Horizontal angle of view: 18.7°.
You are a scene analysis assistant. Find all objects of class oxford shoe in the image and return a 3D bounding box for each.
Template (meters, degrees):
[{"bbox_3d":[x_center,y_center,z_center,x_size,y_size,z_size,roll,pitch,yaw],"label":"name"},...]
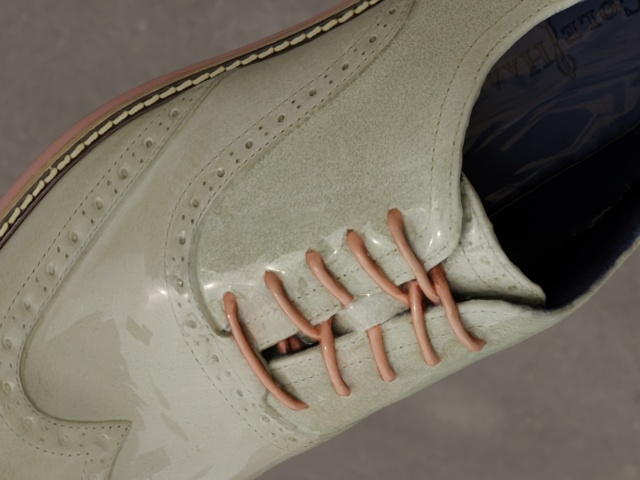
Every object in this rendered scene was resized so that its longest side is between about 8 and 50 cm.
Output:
[{"bbox_3d":[0.000,0.000,0.679,0.140,0.397,0.146,50,178,-24],"label":"oxford shoe"}]
